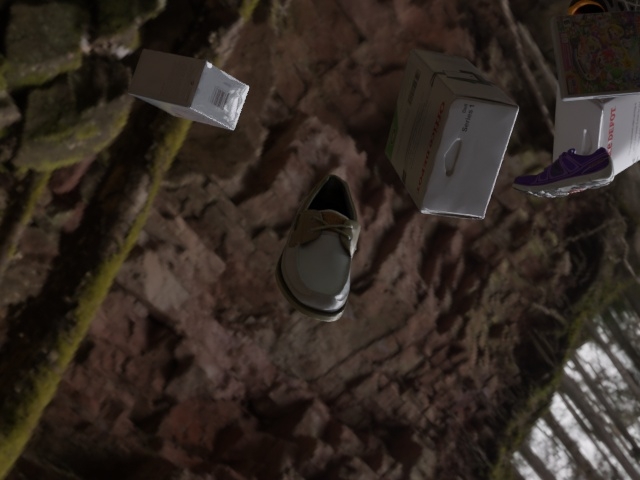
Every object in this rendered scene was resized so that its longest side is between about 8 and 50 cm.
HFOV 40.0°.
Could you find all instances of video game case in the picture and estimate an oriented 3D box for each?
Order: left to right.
[{"bbox_3d":[0.298,-0.188,0.888,0.122,0.087,0.011,-5,172,-6],"label":"video game case"}]

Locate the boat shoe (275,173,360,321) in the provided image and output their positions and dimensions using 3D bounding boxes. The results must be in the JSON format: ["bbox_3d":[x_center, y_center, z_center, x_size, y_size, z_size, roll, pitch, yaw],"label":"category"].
[{"bbox_3d":[0.000,0.000,1.328,0.302,0.113,0.103,-94,-157,-58],"label":"boat shoe"}]

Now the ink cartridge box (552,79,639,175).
[{"bbox_3d":[0.568,-0.252,1.627,0.273,0.198,0.115,-30,-134,-20],"label":"ink cartridge box"}]

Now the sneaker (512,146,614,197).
[{"bbox_3d":[0.396,-0.112,1.436,0.170,0.068,0.071,-12,-104,35],"label":"sneaker"}]

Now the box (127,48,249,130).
[{"bbox_3d":[-0.244,-0.278,1.619,0.170,0.130,0.091,18,-92,35],"label":"box"}]

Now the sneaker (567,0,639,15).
[{"bbox_3d":[0.499,-0.356,1.420,0.083,0.084,0.215,-39,-131,-25],"label":"sneaker"}]

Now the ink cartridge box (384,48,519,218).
[{"bbox_3d":[0.165,-0.144,1.162,0.219,0.093,0.160,-108,-152,-61],"label":"ink cartridge box"}]
